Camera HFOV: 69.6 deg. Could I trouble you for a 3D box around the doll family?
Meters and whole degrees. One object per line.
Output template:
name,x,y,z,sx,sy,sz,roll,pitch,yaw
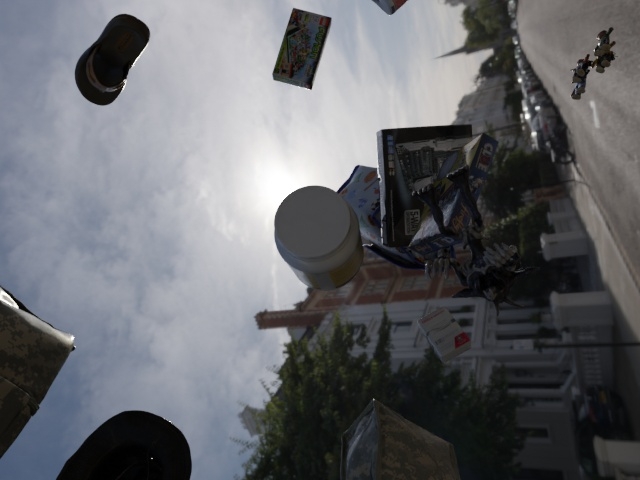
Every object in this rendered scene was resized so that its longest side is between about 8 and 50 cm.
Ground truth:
doll family,0.725,-0.470,1.234,0.076,0.193,0.111,29,-128,-4

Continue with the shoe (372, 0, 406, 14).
shoe,0.167,-0.682,1.227,0.178,0.081,0.063,53,178,18

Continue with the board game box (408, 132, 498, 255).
board game box,0.284,-0.094,0.995,0.042,0.165,0.243,28,-107,-8

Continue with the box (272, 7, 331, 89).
box,-0.050,-0.529,1.270,0.036,0.114,0.206,88,-163,-81

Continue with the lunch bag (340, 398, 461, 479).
lunch bag,0.171,0.519,0.949,0.235,0.169,0.287,32,-162,-8

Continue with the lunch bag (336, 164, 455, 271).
lunch bag,0.260,-0.053,1.604,0.385,0.328,0.239,42,-96,-29

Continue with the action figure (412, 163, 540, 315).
action figure,0.258,0.020,0.793,0.141,0.164,0.275,-28,-89,-53

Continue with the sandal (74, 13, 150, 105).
sandal,-0.375,-0.310,0.828,0.090,0.219,0.060,19,-126,-44

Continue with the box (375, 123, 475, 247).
box,0.279,-0.144,1.221,0.076,0.243,0.307,-139,45,-81

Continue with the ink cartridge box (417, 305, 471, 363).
ink cartridge box,0.408,0.310,1.525,0.150,0.109,0.063,60,178,42

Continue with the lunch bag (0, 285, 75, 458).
lunch bag,-0.567,0.172,0.712,0.305,0.213,0.256,55,-147,-28

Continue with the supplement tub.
supplement tub,0.000,0.000,1.346,0.331,0.241,0.240,68,-158,-69

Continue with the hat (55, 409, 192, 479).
hat,-0.423,0.560,1.042,0.134,0.332,0.331,71,-154,-45
